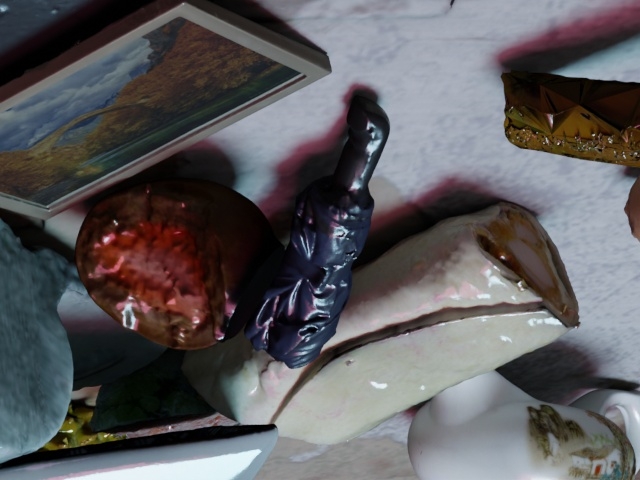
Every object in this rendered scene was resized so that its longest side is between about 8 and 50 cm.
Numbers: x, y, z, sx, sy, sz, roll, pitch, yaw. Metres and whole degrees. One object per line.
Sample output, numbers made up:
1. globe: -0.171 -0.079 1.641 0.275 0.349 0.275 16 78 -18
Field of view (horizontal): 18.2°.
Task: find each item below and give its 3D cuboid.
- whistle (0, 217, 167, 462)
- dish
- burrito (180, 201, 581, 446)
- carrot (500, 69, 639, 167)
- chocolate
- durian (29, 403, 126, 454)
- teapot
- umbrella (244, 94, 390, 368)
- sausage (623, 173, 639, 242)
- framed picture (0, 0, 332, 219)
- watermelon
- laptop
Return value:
1. whistle: -0.265 0.064 1.423 0.168 0.188 0.405 -22 -177 22
2. dish: -0.163 0.194 1.519 0.243 0.080 0.182 -8 177 -18
3. burrito: 0.047 0.071 1.577 0.299 0.105 0.143 -27 137 28
4. carrot: 0.230 -0.076 1.336 0.228 0.069 0.069 8 156 19
5. chocolate: -0.103 0.010 1.404 0.133 0.124 0.127 34 174 6
6. durian: -0.252 0.240 1.748 0.183 0.138 0.250 6 142 -13
7. teapot: 0.189 0.183 1.797 0.204 0.139 0.298 -1 168 44
8. umbrella: 0.007 0.000 1.437 0.071 0.071 0.248 4 134 -25
9. sausage: 0.305 -0.079 1.420 0.086 0.086 0.289 1 147 -21
10. framed picture: -0.138 -0.082 1.291 0.250 0.016 0.184 -25 159 23
11. watermelon: -0.121 0.134 1.671 0.187 0.071 0.139 -4 158 -29
12. laptop: -0.141 -0.151 1.191 0.207 0.026 0.154 -28 148 28
